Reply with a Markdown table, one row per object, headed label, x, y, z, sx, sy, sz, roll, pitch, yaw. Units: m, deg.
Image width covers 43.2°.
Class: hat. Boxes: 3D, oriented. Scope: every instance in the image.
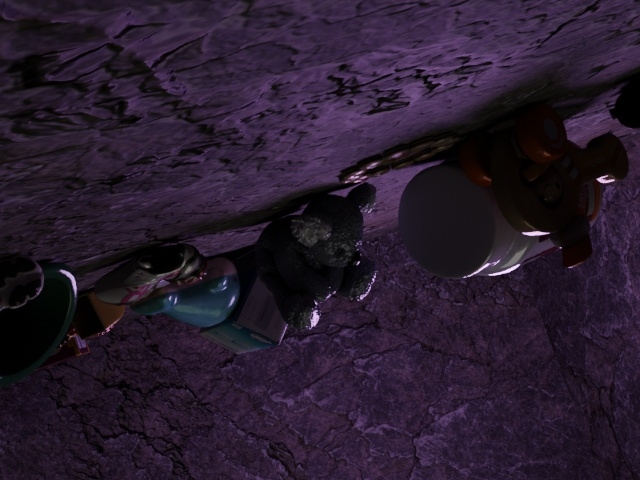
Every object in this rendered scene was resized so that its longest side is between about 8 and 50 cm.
| label | x | y | z | sx | sy | sz | roll | pitch | yaw |
| --- | --- | --- | --- | --- | --- | --- | --- | --- | --- |
| hat | -0.442 | 0.076 | 1.049 | 0.173 | 0.183 | 0.209 | -26 | 142 | -58 |

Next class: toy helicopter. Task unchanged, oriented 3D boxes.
| label | x | y | z | sx | sy | sz | roll | pitch | yaw |
| --- | --- | --- | --- | --- | --- | --- | --- | --- | --- |
| toy helicopter | 0.389 | -0.091 | 1.253 | 0.355 | 0.235 | 0.140 | -17 | 175 | -42 |

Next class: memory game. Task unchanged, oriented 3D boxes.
| label | x | y | z | sx | sy | sz | roll | pitch | yaw |
| --- | --- | --- | --- | --- | --- | --- | --- | --- | --- |
| memory game | 0.113 | -0.117 | 1.169 | 0.186 | 0.012 | 0.186 | -20 | 176 | -1 |

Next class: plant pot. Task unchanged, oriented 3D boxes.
| label | x | y | z | sx | sy | sz | roll | pitch | yaw |
| --- | --- | --- | --- | --- | --- | --- | --- | --- | --- |
| plant pot | -0.429 | 0.132 | 1.568 | 0.081 | 0.082 | 0.083 | -22 | -174 | 35 |

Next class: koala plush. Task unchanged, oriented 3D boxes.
| label | x | y | z | sx | sy | sz | roll | pitch | yaw |
| --- | --- | --- | --- | --- | --- | --- | --- | --- | --- |
| koala plush | 0.000 | 0.000 | 1.362 | 0.196 | 0.203 | 0.221 | -28 | 161 | -35 |

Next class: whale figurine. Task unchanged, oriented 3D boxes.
| label | x | y | z | sx | sy | sz | roll | pitch | yaw |
| --- | --- | --- | --- | --- | --- | --- | --- | --- | --- |
| whale figurine | -0.282 | 0.128 | 1.738 | 0.216 | 0.141 | 0.272 | -21 | 179 | 27 |

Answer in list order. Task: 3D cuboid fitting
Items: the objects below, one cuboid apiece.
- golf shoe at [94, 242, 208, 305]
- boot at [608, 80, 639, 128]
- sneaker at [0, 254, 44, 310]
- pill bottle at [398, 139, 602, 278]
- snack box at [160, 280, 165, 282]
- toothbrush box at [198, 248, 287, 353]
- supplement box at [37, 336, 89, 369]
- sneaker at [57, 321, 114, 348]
| label | x | y | z | sx | sy | sz | roll | pitch | yaw |
| --- | --- | --- | --- | --- | --- | --- | --- | --- | --- |
| golf shoe | -0.273 | 0.044 | 1.247 | 0.186 | 0.068 | 0.086 | -20 | 150 | 9 |
| boot | 0.579 | -0.247 | 1.271 | 0.262 | 0.091 | 0.229 | -17 | -176 | 26 |
| sneaker | -0.386 | 0.067 | 0.875 | 0.169 | 0.068 | 0.071 | -18 | -178 | -35 |
| pill bottle | 0.323 | -0.063 | 1.438 | 0.224 | 0.224 | 0.392 | -22 | 175 | 41 |
| snack box | -0.314 | 0.069 | 1.526 | 0.100 | 0.037 | 0.141 | -23 | 176 | 28 |
| toothbrush box | -0.161 | 0.144 | 1.949 | 0.295 | 0.126 | 0.216 | -26 | -143 | 64 |
| supplement box | -0.654 | 0.247 | 1.894 | 0.188 | 0.104 | 0.081 | -19 | 176 | -1 |
| sneaker | -0.510 | 0.158 | 1.626 | 0.092 | 0.088 | 0.225 | 6 | -164 | 45 |
